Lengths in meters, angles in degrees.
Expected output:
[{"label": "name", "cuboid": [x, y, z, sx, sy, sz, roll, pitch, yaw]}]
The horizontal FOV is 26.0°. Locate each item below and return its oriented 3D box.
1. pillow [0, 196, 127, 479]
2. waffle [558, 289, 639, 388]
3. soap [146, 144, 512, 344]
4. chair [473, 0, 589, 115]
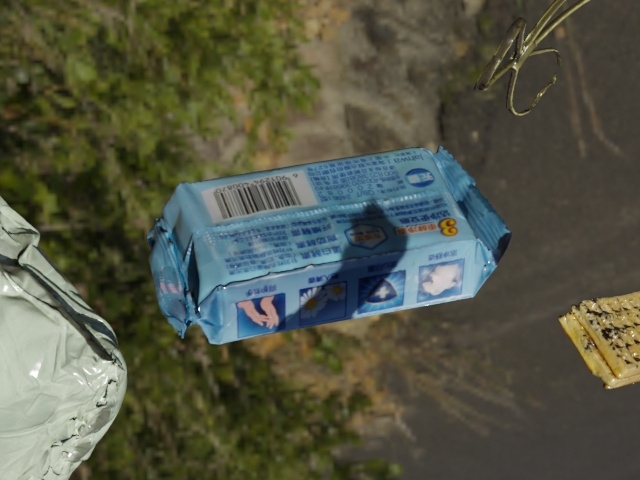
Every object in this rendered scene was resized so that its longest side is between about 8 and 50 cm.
[{"label": "pillow", "cuboid": [-0.292, 0.111, 1.219, 0.138, 0.283, 0.310, -21, 155, -44]}, {"label": "waffle", "cuboid": [0.344, 0.111, 1.576, 0.148, 0.102, 0.042, -4, 146, -48]}, {"label": "soap", "cuboid": [0.000, 0.000, 1.182, 0.293, 0.156, 0.077, -9, 130, -12]}, {"label": "chair", "cuboid": [0.292, -0.191, 1.087, 0.326, 0.170, 0.160, -51, 164, 12]}]
